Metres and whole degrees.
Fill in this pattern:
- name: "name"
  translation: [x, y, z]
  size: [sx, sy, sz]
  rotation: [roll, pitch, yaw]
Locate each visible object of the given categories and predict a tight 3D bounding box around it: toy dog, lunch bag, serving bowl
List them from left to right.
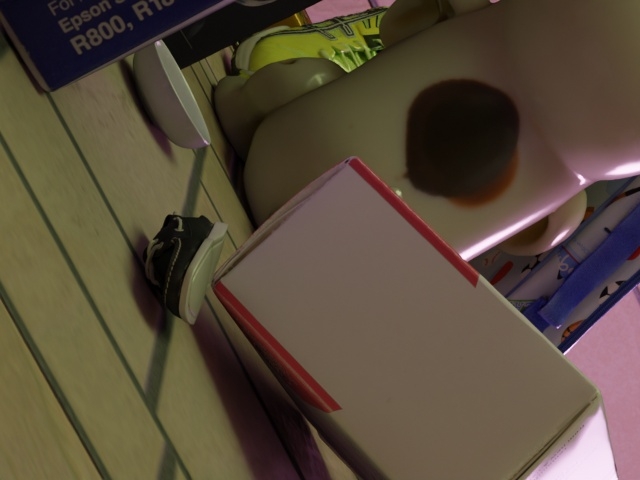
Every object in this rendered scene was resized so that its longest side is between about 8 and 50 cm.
- name: "serving bowl"
  translation: [-0.104, -0.096, 1.294]
  size: [0.083, 0.027, 0.083]
  rotation: [63, 6, -11]
- name: "toy dog"
  translation: [0.133, -0.114, 1.645]
  size: [0.284, 0.408, 0.395]
  rotation: [64, 5, 7]
- name: "lunch bag"
  translation: [0.248, -0.012, 1.833]
  size: [0.115, 0.303, 0.243]
  rotation: [40, 13, -18]

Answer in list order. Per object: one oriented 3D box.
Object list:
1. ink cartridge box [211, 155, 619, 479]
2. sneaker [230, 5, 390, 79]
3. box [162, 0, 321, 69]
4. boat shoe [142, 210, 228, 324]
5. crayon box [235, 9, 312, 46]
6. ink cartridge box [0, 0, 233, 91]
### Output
- name: "ink cartridge box"
  translation: [0.067, 0.099, 1.165]
  size: [0.207, 0.117, 0.283]
  rotation: [44, -6, 22]
- name: "sneaker"
  translation: [0.029, -0.182, 2.019]
  size: [0.145, 0.147, 0.385]
  rotation: [65, 26, -9]
- name: "box"
  translation: [-0.058, -0.343, 1.388]
  size: [0.343, 0.312, 0.179]
  rotation: [57, 8, -49]
- name: "boat shoe"
  translation: [-0.074, 0.010, 1.013]
  size: [0.125, 0.038, 0.046]
  rotation: [-76, -179, -74]
- name: "crayon box"
  translation: [-0.061, -0.254, 2.236]
  size: [0.202, 0.081, 0.318]
  rotation: [63, 6, -14]
- name: "ink cartridge box"
  translation: [-0.008, -0.183, 1.025]
  size: [0.071, 0.324, 0.330]
  rotation: [61, 6, -10]
